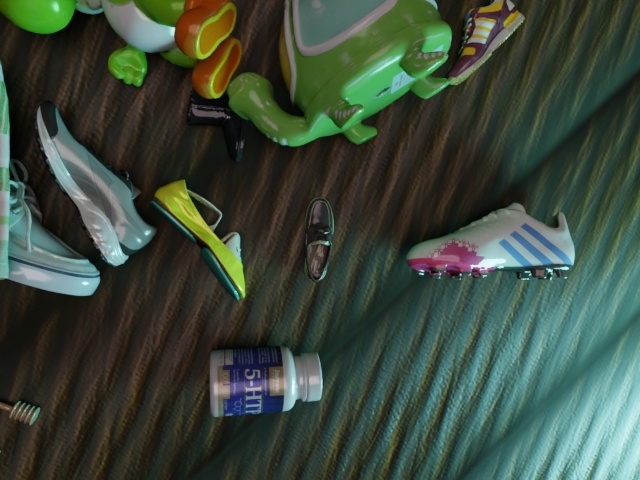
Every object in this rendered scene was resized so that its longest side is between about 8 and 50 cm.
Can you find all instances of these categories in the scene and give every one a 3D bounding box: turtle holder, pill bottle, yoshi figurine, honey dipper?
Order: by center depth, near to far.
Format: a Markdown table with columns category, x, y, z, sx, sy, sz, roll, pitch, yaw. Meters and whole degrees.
| category | x | y | z | sx | sy | sz | roll | pitch | yaw |
| --- | --- | --- | --- | --- | --- | --- | --- | --- | --- |
| yoshi figurine | -0.309 | -0.325 | 0.717 | 0.362 | 0.203 | 0.204 | 29 | 117 | 6 |
| turtle holder | 0.033 | -0.283 | 0.795 | 0.320 | 0.243 | 0.227 | -33 | 86 | 35 |
| honey dipper | -0.551 | 0.264 | 0.830 | 0.160 | 0.030 | 0.030 | 24 | 92 | -8 |
| pill bottle | -0.096 | 0.241 | 0.870 | 0.186 | 0.112 | 0.112 | -2 | 97 | -11 |

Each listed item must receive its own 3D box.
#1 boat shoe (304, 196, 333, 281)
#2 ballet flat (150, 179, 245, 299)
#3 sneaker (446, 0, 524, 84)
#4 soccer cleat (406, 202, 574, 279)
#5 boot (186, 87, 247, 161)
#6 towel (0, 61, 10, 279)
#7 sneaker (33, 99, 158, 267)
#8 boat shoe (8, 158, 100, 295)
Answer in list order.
| category | x | y | z | sx | sy | sz | roll | pitch | yaw |
| --- | --- | --- | --- | --- | --- | --- | --- | --- | --- |
| boat shoe | 0.000 | 0.000 | 0.891 | 0.056 | 0.049 | 0.152 | 0 | 96 | -10 |
| ballet flat | -0.184 | -0.006 | 0.847 | 0.077 | 0.077 | 0.231 | -43 | 101 | -20 |
| sneaker | 0.275 | -0.361 | 0.898 | 0.084 | 0.069 | 0.185 | 44 | 81 | -4 |
| soccer cleat | 0.313 | 0.000 | 0.933 | 0.331 | 0.116 | 0.143 | 2 | 80 | -13 |
| boot | -0.173 | -0.197 | 0.837 | 0.099 | 0.045 | 0.121 | 7 | 88 | -14 |
| towel | -0.551 | -0.099 | 0.680 | 0.247 | 0.038 | 0.325 | -5 | 79 | -2 |
| sneaker | -0.359 | -0.096 | 0.796 | 0.108 | 0.100 | 0.272 | -32 | 105 | -20 |
| boat shoe | -0.492 | -0.049 | 0.760 | 0.367 | 0.136 | 0.156 | 25 | 88 | -3 |
